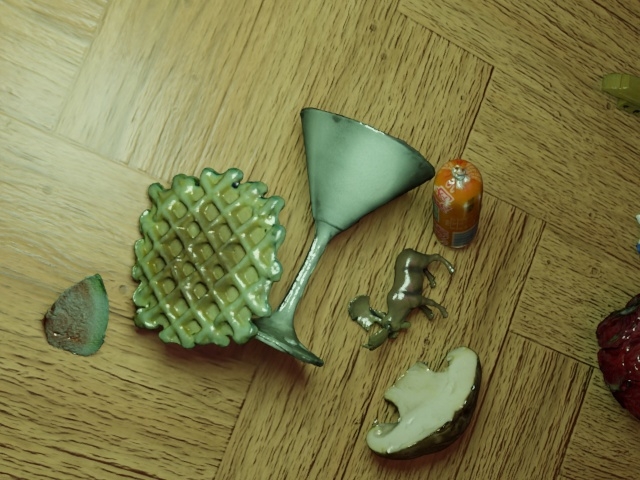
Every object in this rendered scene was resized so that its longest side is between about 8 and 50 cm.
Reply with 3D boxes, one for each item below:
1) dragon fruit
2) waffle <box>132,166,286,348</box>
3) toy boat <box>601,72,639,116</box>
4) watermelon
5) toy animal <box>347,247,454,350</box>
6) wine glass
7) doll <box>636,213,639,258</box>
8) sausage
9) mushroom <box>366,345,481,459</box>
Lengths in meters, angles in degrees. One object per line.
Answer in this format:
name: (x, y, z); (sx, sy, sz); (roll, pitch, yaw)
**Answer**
dragon fruit: (0.750, 0.249, 1.732); (0.329, 0.329, 0.329); (-1, 92, -22)
waffle: (-0.190, 0.029, 1.373); (0.056, 0.292, 0.309); (28, 66, -64)
toy boat: (0.706, -0.317, 1.811); (0.201, 0.077, 0.057); (19, 72, -19)
watermelon: (-0.400, 0.113, 1.367); (0.094, 0.081, 0.180); (10, 124, -41)
toy animal: (0.154, 0.118, 1.601); (0.186, 0.094, 0.214); (13, 79, -26)
wine glass: (0.000, 0.000, 1.454); (0.267, 0.267, 0.405); (27, 87, -21)
doll: (0.754, -0.020, 1.851); (0.099, 0.057, 0.142); (24, 83, 0)
sausage: (0.253, -0.072, 1.514); (0.093, 0.312, 0.092); (-2, 74, 8)
mushroom: (0.222, 0.348, 1.621); (0.286, 0.156, 0.151); (-40, 133, -15)
